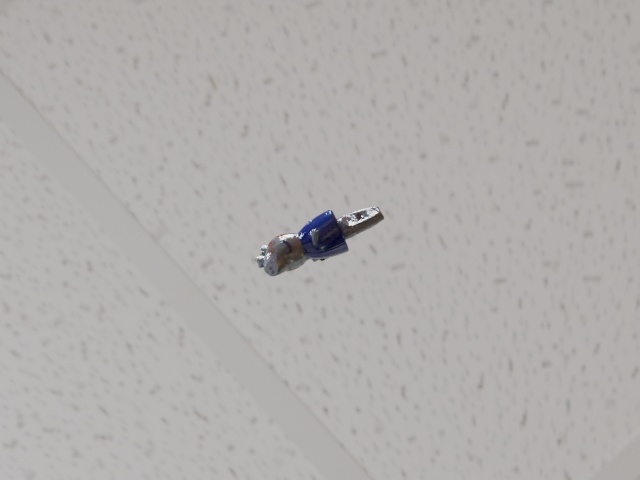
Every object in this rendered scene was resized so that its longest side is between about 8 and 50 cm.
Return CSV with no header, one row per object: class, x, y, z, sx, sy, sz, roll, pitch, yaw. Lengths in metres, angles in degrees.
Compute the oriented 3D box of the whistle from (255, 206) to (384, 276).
whistle,0.000,0.000,1.101,0.083,0.029,0.033,-24,-145,-2
